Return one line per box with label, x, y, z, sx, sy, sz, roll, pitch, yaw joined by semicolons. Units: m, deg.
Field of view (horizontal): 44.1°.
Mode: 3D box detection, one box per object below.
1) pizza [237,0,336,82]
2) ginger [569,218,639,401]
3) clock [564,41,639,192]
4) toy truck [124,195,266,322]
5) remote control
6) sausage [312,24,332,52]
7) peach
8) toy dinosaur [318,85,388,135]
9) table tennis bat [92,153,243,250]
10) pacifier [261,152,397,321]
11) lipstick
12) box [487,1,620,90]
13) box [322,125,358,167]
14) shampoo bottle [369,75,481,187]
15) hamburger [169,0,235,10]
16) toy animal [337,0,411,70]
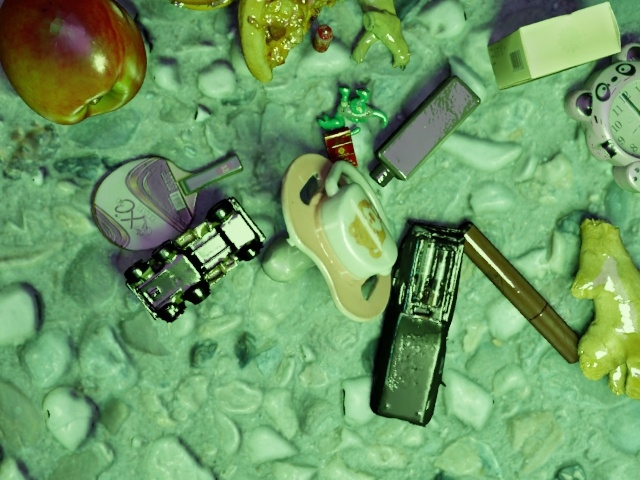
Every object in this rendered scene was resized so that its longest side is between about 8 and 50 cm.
pizza;-0.044;-0.439;1.407;0.226;0.086;0.335;-16;135;-41
ginger;0.580;0.153;1.560;0.236;0.166;0.375;-40;82;8
clock;0.616;-0.239;1.532;0.227;0.090;0.248;-44;96;1
toy truck;-0.233;0.031;1.477;0.257;0.127;0.127;-37;105;0
remote control;0.192;0.167;1.533;0.145;0.062;0.398;11;98;11
sausage;0.004;-0.372;1.450;0.034;0.129;0.034;0;95;-3
peach;-0.446;-0.359;1.396;0.249;0.245;0.274;-33;86;-28
toy dinosaur;0.065;-0.243;1.511;0.132;0.059;0.096;10;107;0
table tennis bat;-0.290;-0.088;1.513;0.301;0.022;0.173;-23;98;0
pacifier;0.017;0.001;1.442;0.273;0.220;0.332;-34;109;0
lipstick;0.395;0.103;1.564;0.057;0.057;0.356;-45;97;1
box;0.421;-0.351;1.443;0.168;0.212;0.095;-19;96;-1
box;0.039;-0.173;1.511;0.052;0.023;0.082;-17;123;-4
shampoo bottle;0.191;-0.201;1.506;0.079;0.080;0.246;44;92;-6
hamburger;-0.216;-0.526;1.400;0.246;0.170;0.246;0;88;6
toy animal;0.107;-0.425;1.482;0.101;0.103;0.218;-17;93;-26
